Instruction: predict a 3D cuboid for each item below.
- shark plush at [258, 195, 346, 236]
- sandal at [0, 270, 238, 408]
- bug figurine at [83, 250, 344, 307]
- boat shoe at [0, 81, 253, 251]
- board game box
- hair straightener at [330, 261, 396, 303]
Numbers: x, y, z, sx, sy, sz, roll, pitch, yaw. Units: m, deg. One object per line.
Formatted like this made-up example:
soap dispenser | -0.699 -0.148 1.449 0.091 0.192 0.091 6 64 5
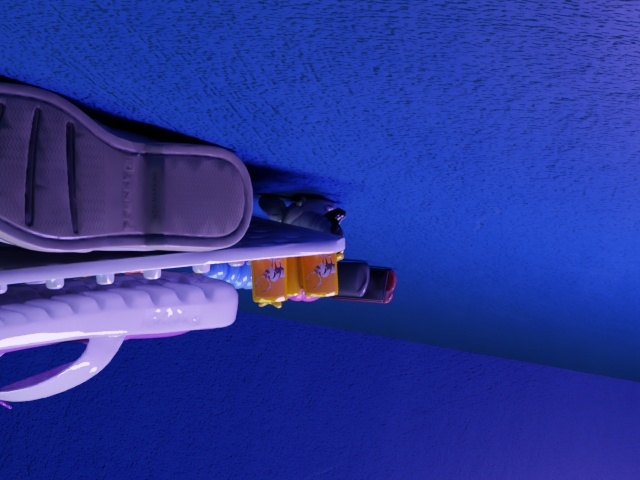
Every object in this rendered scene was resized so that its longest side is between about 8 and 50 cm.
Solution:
shark plush | 0.000 0.000 1.602 0.073 0.067 0.161 14 173 -26
sandal | -0.251 0.095 1.598 0.416 0.102 0.169 -6 -172 -30
bug figurine | -0.109 0.026 1.941 0.216 0.072 0.279 7 179 -38
boat shoe | -0.189 -0.039 1.341 0.103 0.113 0.302 -3 168 42
board game box | -0.230 0.020 1.568 0.390 0.050 0.390 -6 -173 -23
hair straightener | -0.022 0.034 2.145 0.089 0.047 0.230 16 176 -42
